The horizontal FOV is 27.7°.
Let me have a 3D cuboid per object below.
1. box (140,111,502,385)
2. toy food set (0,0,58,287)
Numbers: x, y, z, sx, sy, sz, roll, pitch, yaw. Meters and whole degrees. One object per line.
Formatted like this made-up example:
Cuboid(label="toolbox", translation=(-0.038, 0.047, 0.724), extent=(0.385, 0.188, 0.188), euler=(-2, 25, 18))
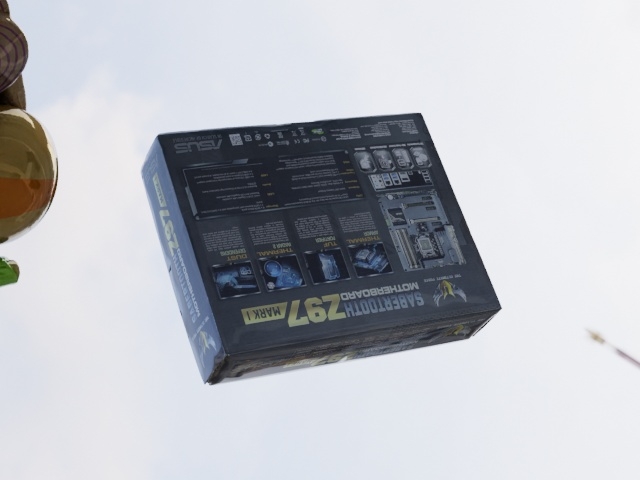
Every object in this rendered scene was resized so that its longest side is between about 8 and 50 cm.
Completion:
Cuboid(label="box", translation=(0.000, 0.000, 0.978), extent=(0.232, 0.183, 0.059), euler=(-8, -26, -26))
Cuboid(label="toy food set", translation=(-0.143, -0.027, 0.426), extent=(0.132, 0.038, 0.192), euler=(-11, -55, -44))
